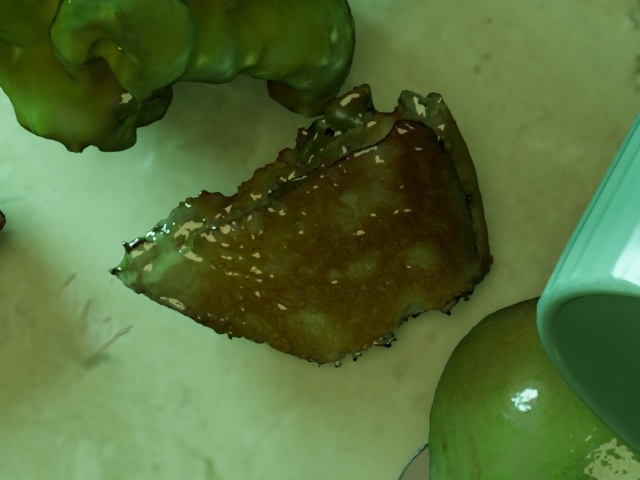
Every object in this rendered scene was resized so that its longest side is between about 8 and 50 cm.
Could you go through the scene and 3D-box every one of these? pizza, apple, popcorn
[{"bbox_3d":[0.000,0.000,1.207,0.226,0.069,0.147,-31,110,17],"label":"pizza"},{"bbox_3d":[0.166,0.152,1.140,0.193,0.120,0.265,-21,80,-1],"label":"apple"},{"bbox_3d":[-0.114,-0.223,1.145,0.321,0.290,0.326,30,60,14],"label":"popcorn"}]

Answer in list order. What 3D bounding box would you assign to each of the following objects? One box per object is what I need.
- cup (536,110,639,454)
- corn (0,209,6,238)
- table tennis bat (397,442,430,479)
[{"bbox_3d":[0.353,-0.028,1.008,0.401,0.310,0.392,34,73,1],"label":"cup"},{"bbox_3d":[-0.328,0.021,1.240,0.280,0.092,0.092,-22,81,0],"label":"corn"},{"bbox_3d":[0.111,0.185,1.199,0.095,0.014,0.158,-42,78,-1],"label":"table tennis bat"}]
